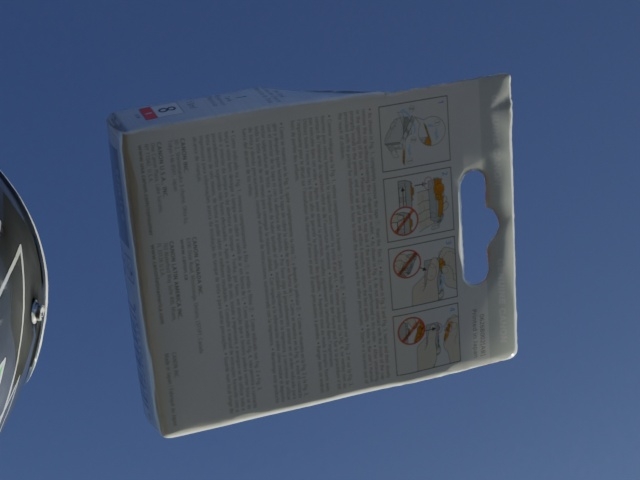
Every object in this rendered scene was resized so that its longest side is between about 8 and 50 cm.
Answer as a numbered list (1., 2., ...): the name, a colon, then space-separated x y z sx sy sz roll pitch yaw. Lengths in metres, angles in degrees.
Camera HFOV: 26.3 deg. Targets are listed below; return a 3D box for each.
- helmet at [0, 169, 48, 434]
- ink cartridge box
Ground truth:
1. helmet: -0.183 0.036 0.485 0.169 0.169 0.161 32 -30 -11
2. ink cartridge box: 0.000 0.000 0.626 0.179 0.045 0.146 -12 -69 -19
